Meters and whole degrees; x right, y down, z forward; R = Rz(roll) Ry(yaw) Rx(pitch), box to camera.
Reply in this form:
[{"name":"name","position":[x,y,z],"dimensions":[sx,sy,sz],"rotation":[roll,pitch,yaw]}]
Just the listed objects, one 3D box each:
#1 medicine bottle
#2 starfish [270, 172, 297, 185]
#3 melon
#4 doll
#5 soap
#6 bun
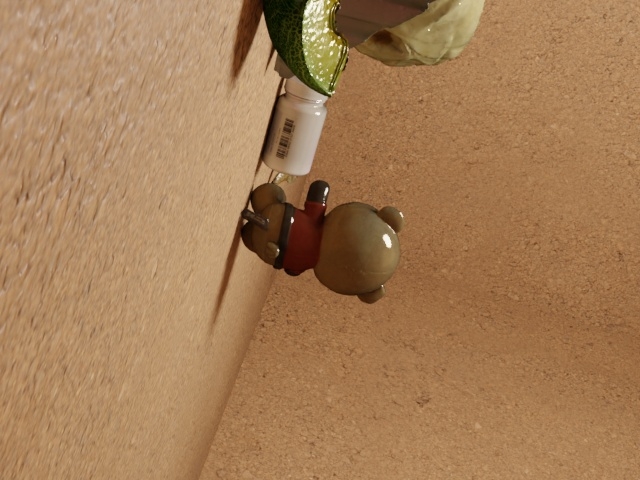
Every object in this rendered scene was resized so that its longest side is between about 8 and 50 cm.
[{"name":"medicine bottle","position":[-0.047,-0.231,2.022],"dimensions":[0.103,0.103,0.186],"rotation":[-72,178,-67]},{"name":"starfish","position":[-0.043,-0.282,2.499],"dimensions":[0.324,0.082,0.432],"rotation":[-79,-172,-63]},{"name":"melon","position":[-0.020,-0.341,1.329],"dimensions":[0.169,0.129,0.265],"rotation":[3,109,-66]},{"name":"doll","position":[0.000,0.000,2.043],"dimensions":[0.174,0.330,0.235],"rotation":[-82,-175,-65]},{"name":"soap","position":[0.089,-0.382,1.659],"dimensions":[0.159,0.302,0.257],"rotation":[-85,-171,-52]},{"name":"bun","position":[0.160,-0.467,2.005],"dimensions":[0.364,0.364,0.202],"rotation":[106,-2,-66]}]
